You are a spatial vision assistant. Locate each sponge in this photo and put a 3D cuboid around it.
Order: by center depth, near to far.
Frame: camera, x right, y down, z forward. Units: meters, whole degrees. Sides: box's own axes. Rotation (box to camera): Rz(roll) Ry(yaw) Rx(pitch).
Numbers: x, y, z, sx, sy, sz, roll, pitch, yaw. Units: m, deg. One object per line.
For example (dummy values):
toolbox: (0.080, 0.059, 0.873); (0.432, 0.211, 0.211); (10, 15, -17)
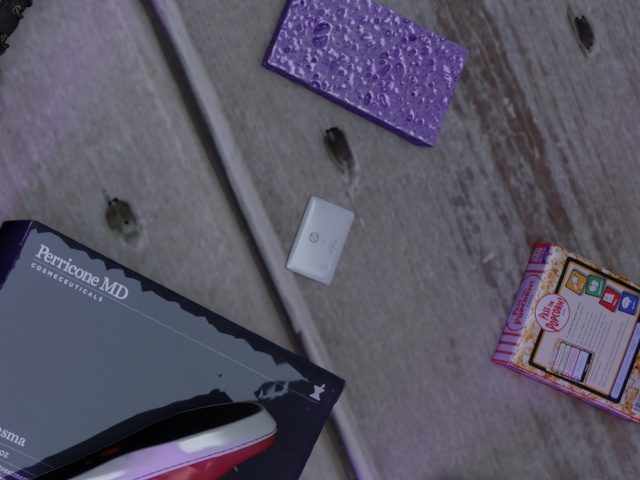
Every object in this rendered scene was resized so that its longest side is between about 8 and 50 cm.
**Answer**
sponge: (0.051, -0.194, 1.573); (0.210, 0.031, 0.117); (25, 81, -18)

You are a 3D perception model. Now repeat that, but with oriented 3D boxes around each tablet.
tablet: (0.000, 0.000, 1.567); (0.054, 0.006, 0.083); (22, 82, -19)

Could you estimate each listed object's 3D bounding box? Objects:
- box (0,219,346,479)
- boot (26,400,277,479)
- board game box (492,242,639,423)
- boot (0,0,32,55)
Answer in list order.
box: (-0.207, 0.193, 1.397); (0.343, 0.179, 0.312); (29, 81, -18)
boot: (-0.132, 0.255, 1.287); (0.244, 0.088, 0.176); (-23, 99, -11)
board game box: (0.307, 0.105, 1.659); (0.193, 0.045, 0.146); (25, 82, -18)
boot: (-0.282, -0.242, 1.396); (0.263, 0.091, 0.229); (25, 95, -24)
